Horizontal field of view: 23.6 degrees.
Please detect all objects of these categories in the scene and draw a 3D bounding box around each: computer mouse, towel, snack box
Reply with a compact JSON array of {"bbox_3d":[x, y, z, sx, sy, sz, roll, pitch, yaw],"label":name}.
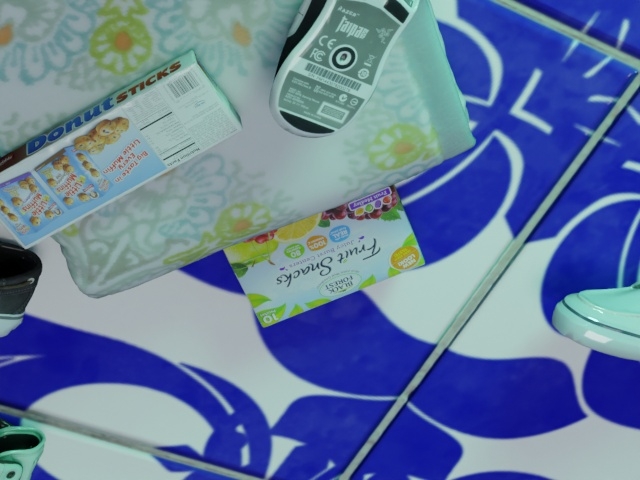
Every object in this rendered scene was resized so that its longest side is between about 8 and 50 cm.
[{"bbox_3d":[0.023,-0.154,0.988,0.106,0.042,0.193,20,115,-29],"label":"computer mouse"},{"bbox_3d":[-0.088,-0.153,1.048,0.320,0.090,0.374,-20,127,6],"label":"towel"},{"bbox_3d":[-0.145,-0.059,1.038,0.178,0.022,0.064,-28,127,11],"label":"snack box"},{"bbox_3d":[0.000,0.000,1.208,0.141,0.037,0.100,-22,129,4],"label":"snack box"}]

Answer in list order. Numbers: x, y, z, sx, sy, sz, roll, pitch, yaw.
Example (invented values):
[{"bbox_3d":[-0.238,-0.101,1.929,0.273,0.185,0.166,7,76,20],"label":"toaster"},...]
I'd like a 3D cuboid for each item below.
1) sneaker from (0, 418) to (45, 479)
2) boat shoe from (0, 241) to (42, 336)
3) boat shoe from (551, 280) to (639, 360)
[{"bbox_3d":[-0.258,0.240,1.294,0.151,0.094,0.256,-40,126,13],"label":"sneaker"},{"bbox_3d":[-0.301,0.012,1.109,0.228,0.080,0.076,20,115,-39],"label":"boat shoe"},{"bbox_3d":[0.299,0.053,1.300,0.226,0.083,0.076,5,114,-30],"label":"boat shoe"}]
